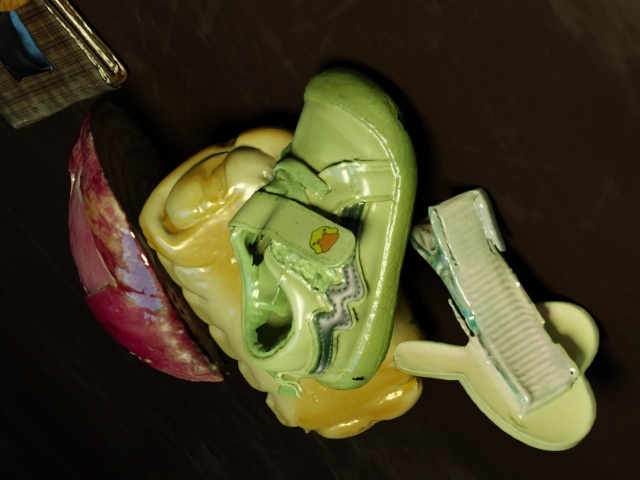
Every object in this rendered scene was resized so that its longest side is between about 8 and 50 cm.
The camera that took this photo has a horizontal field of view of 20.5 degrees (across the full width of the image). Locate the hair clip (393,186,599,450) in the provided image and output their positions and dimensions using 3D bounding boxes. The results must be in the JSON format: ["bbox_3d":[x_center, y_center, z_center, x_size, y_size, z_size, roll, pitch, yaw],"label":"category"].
[{"bbox_3d":[0.136,0.073,1.402,0.218,0.159,0.071,60,167,7],"label":"hair clip"}]

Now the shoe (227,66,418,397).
[{"bbox_3d":[0.007,-0.001,1.388,0.140,0.128,0.262,20,114,42],"label":"shoe"}]

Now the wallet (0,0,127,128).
[{"bbox_3d":[-0.278,-0.176,1.714,0.124,0.042,0.230,49,153,-17],"label":"wallet"}]

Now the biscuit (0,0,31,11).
[{"bbox_3d":[-0.294,-0.277,1.572,0.144,0.033,0.224,50,152,2],"label":"biscuit"}]

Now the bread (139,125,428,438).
[{"bbox_3d":[-0.023,0.042,1.565,0.172,0.121,0.311,-23,121,13],"label":"bread"}]

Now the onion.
[{"bbox_3d":[-0.186,0.001,1.638,0.247,0.111,0.250,58,-167,-31],"label":"onion"}]
